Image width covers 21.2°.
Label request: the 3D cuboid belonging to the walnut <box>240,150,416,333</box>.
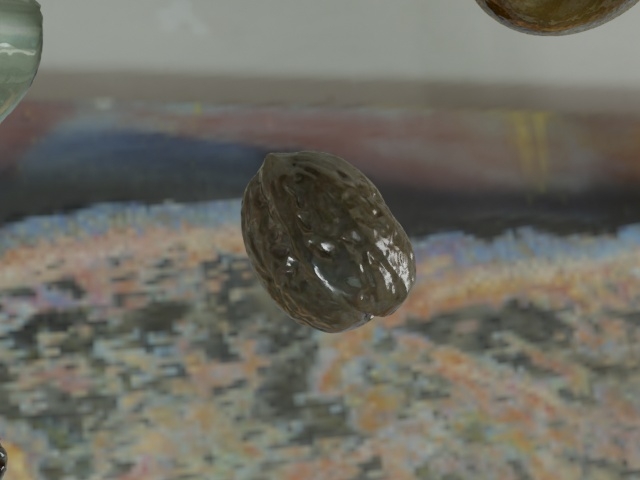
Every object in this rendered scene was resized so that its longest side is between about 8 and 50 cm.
[{"bbox_3d":[0.001,-0.001,1.926,0.178,0.230,0.178,-31,-167,8],"label":"walnut"}]

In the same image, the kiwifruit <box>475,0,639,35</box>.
[{"bbox_3d":[0.233,-0.301,1.680,0.234,0.196,0.196,-14,166,-39],"label":"kiwifruit"}]

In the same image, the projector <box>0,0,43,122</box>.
[{"bbox_3d":[-0.359,-0.138,1.046,0.248,0.248,0.249,-39,167,22],"label":"projector"}]

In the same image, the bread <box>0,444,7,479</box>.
[{"bbox_3d":[-0.482,0.113,1.639,0.416,0.113,0.165,45,168,-24],"label":"bread"}]
